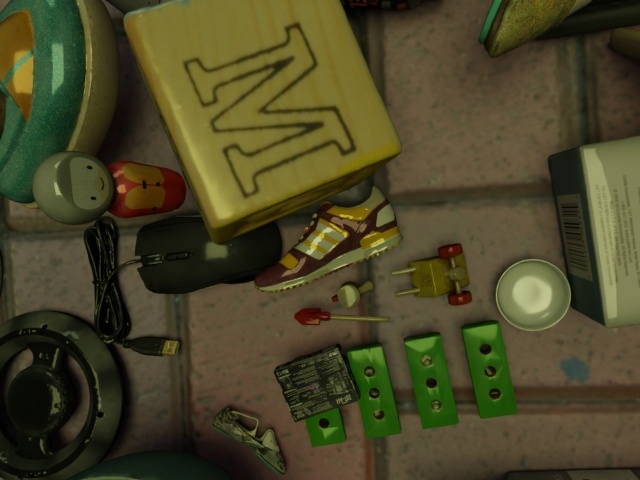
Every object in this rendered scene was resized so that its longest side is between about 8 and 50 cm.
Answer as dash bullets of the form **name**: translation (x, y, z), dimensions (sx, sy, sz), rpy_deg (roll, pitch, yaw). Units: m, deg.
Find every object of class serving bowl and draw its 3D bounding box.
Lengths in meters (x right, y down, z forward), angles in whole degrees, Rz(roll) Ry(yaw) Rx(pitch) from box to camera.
- **serving bowl**: translation (0.245, 0.062, 0.620), dimensions (0.083, 0.027, 0.083), rpy_deg (0, 93, 8)

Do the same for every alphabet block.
- **alphabet block**: translation (-0.060, -0.127, 0.547), dimensions (0.193, 0.192, 0.197), rpy_deg (-23, 89, -10)

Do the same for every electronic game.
- **electronic game**: translation (-0.364, 0.207, 0.697), dimensions (0.229, 0.048, 0.229), rpy_deg (-1, 85, 8)

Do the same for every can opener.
- **can opener**: translation (0.369, -0.291, 0.575), dimensions (0.283, 0.076, 0.095), rpy_deg (-7, 60, 8)

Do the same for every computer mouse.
- **computer mouse**: translation (-0.177, 0.056, 0.659), dimensions (0.262, 0.060, 0.184), rpy_deg (-3, 92, 8)

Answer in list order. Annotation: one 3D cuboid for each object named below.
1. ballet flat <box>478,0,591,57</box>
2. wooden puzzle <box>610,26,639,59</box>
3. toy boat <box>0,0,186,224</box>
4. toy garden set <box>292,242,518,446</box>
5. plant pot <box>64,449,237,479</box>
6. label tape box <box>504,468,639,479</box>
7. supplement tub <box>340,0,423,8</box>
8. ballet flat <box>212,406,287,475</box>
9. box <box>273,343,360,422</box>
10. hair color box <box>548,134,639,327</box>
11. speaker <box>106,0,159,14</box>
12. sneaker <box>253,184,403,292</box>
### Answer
- **ballet flat**: translation (0.257, -0.307, 0.507), dimensions (0.123, 0.123, 0.349), rpy_deg (23, 70, 6)
- **wooden puzzle**: translation (0.484, -0.154, 0.447), dimensions (0.347, 0.322, 0.081), rpy_deg (-6, 116, 6)
- **toy boat**: translation (-0.284, -0.127, 0.566), dimensions (0.318, 0.148, 0.267), rpy_deg (41, 115, 25)
- **toy garden set**: translation (0.088, 0.122, 0.637), dimensions (0.244, 0.049, 0.204), rpy_deg (-12, 93, 9)
- **plant pot**: translation (-0.181, 0.364, 0.608), dimensions (0.290, 0.195, 0.290), rpy_deg (0, 93, 7)
- **label tape box**: translation (0.287, 0.394, 0.595), dimensions (0.333, 0.106, 0.241), rpy_deg (-5, 93, 8)
- **supplement tub**: translation (0.049, -0.316, 0.580), dimensions (0.190, 0.117, 0.117), rpy_deg (3, 94, 8)
- **ballet flat**: translation (-0.082, 0.248, 0.670), dimensions (0.114, 0.041, 0.041), rpy_deg (35, 97, 3)
- **box**: translation (-0.004, 0.166, 0.618), dimensions (0.083, 0.018, 0.067), rpy_deg (-23, 92, 10)
- **hair color box**: translation (0.454, -0.036, 0.546), dimensions (0.374, 0.113, 0.185), rpy_deg (-9, 92, 8)
- **speaker**: translation (-0.237, -0.302, 0.607), dimensions (0.055, 0.136, 0.055), rpy_deg (1, 94, 8)
- **sneaker**: translation (0.000, 0.000, 0.632), dimensions (0.185, 0.069, 0.084), rpy_deg (-22, 88, 0)
